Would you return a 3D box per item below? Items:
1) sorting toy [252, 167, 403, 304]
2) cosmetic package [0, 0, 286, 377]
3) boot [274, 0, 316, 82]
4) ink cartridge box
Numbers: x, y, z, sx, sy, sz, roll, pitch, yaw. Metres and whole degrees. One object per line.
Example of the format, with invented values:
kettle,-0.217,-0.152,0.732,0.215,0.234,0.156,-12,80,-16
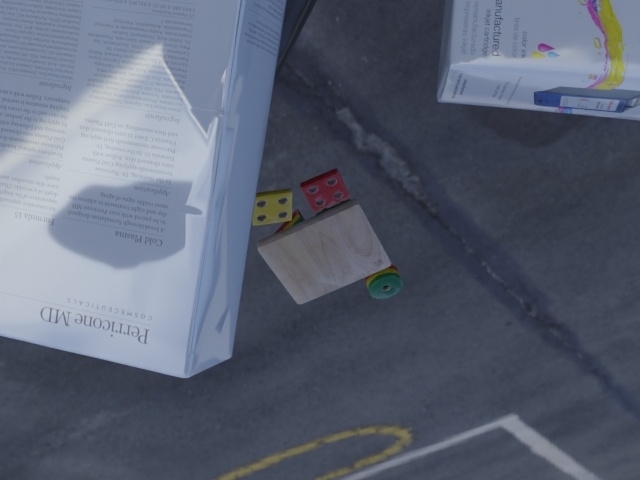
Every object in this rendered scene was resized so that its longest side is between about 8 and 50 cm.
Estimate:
sorting toy,0.000,0.000,1.102,0.132,0.046,0.274,-24,139,8
cosmetic package,-0.231,-0.081,0.659,0.377,0.284,0.097,11,-177,15
boot,-0.016,-0.241,0.871,0.367,0.445,0.146,22,157,20
ink cartridge box,0.209,-0.186,0.719,0.213,0.154,0.093,6,170,2
